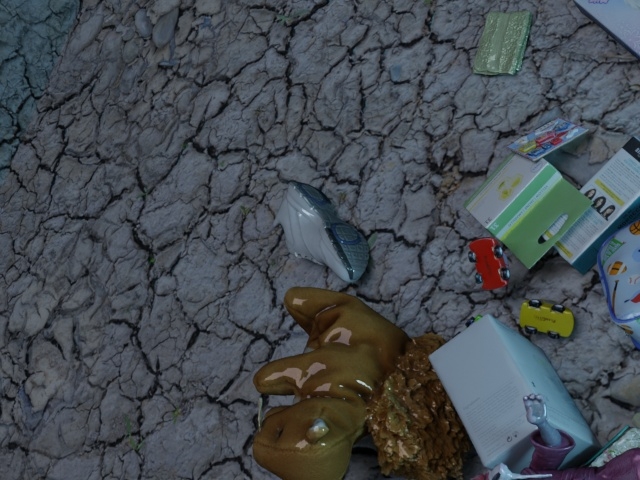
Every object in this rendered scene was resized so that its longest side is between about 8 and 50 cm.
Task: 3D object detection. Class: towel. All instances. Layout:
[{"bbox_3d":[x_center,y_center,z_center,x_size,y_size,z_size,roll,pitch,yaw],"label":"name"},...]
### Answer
[{"bbox_3d":[0.375,-0.407,2.287,0.110,0.027,0.148,8,74,38],"label":"towel"}]

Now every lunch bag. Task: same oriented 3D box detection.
[{"bbox_3d":[0.601,0.047,1.810,0.303,0.115,0.243,-32,32,24],"label":"lunch bag"}]

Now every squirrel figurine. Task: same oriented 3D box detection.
[{"bbox_3d":[0.069,0.298,1.959,0.397,0.370,0.281,6,116,13],"label":"squirrel figurine"}]

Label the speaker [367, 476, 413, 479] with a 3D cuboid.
[{"bbox_3d":[0.134,0.463,2.043,0.136,0.055,0.055,-14,62,31],"label":"speaker"}]

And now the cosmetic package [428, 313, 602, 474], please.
[{"bbox_3d":[0.329,0.274,1.873,0.138,0.224,0.224,-40,52,16],"label":"cosmetic package"}]

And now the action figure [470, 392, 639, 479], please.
[{"bbox_3d":[0.410,0.384,1.688,0.370,0.276,0.248,1,71,26],"label":"action figure"}]

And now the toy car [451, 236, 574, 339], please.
[{"bbox_3d":[0.321,0.134,2.030,0.239,0.053,0.225,44,118,9],"label":"toy car"}]

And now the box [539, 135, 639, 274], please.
[{"bbox_3d":[0.518,-0.062,1.998,0.244,0.060,0.100,-46,50,10],"label":"box"}]

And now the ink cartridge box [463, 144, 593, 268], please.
[{"bbox_3d":[0.379,-0.069,2.060,0.171,0.056,0.235,-47,27,8],"label":"ink cartridge box"}]

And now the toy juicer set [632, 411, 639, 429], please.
[{"bbox_3d":[0.632,0.258,1.704,0.329,0.090,0.209,-59,29,34],"label":"toy juicer set"}]

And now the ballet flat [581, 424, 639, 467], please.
[{"bbox_3d":[0.448,0.401,1.826,0.241,0.091,0.077,-44,76,17],"label":"ballet flat"}]

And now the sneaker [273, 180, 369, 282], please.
[{"bbox_3d":[0.000,0.000,2.345,0.129,0.111,0.297,-58,43,21],"label":"sneaker"}]

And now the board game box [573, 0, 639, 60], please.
[{"bbox_3d":[0.683,-0.474,2.063,0.318,0.066,0.318,-45,50,11],"label":"board game box"}]

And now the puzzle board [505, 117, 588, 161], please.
[{"bbox_3d":[0.427,-0.194,2.103,0.128,0.011,0.096,-28,30,-13],"label":"puzzle board"}]
